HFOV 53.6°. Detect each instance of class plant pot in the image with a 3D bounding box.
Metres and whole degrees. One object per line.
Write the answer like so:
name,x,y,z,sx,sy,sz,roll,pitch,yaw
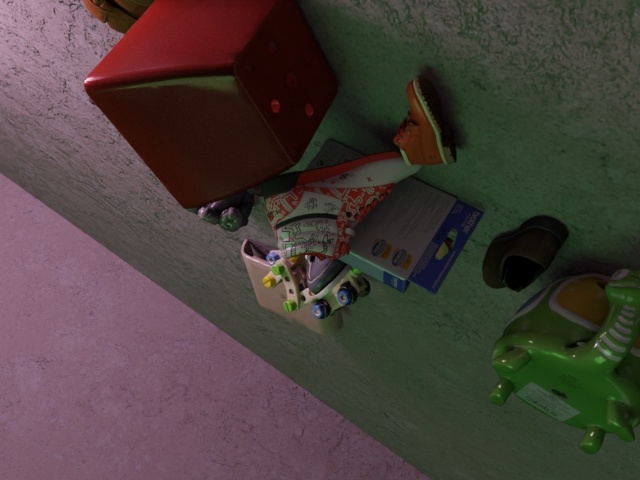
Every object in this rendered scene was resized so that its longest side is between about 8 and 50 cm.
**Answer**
plant pot,-0.134,-0.230,0.966,0.235,0.268,0.267,2,141,36

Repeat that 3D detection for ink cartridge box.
ink cartridge box,0.096,-0.037,1.081,0.311,0.186,0.065,27,155,20

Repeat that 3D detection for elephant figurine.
elephant figurine,-0.172,-0.149,1.317,0.169,0.240,0.186,26,-173,-17

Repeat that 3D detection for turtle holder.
turtle holder,0.399,0.157,0.986,0.243,0.227,0.320,16,150,40

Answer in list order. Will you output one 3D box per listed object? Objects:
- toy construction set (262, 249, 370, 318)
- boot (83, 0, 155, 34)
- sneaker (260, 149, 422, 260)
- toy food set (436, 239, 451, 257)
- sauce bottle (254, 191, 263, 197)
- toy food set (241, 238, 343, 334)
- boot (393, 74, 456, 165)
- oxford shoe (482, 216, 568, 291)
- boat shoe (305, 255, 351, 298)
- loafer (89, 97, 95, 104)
toy construction set,-0.006,0.072,1.511,0.215,0.151,0.327,60,148,4
boot,-0.381,-0.471,1.043,0.283,0.109,0.220,33,162,-12
sneaker,0.050,-0.051,1.005,0.090,0.269,0.145,154,103,-81
toy food set,0.212,0.004,1.213,0.083,0.020,0.082,41,156,-12
sauce bottle,-0.141,-0.119,1.437,0.042,0.042,0.128,47,156,-26
toy food set,-0.080,0.127,1.794,0.306,0.092,0.220,20,141,30
boot,0.138,-0.165,0.911,0.084,0.059,0.158,-5,139,24
oxford shoe,0.315,0.043,1.052,0.082,0.096,0.227,31,158,6
boat shoe,0.000,0.000,1.196,0.099,0.319,0.116,42,112,-15
loafer,-0.337,-0.281,1.277,0.365,0.134,0.130,12,147,44
